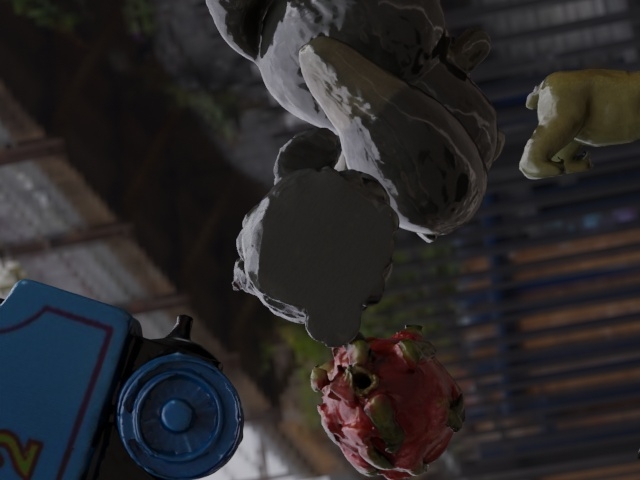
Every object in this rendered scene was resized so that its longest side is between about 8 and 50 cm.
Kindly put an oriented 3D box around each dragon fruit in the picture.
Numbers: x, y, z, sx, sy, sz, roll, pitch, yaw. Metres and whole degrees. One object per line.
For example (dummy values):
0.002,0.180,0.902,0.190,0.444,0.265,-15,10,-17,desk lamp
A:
0.069,0.156,1.877,0.172,0.160,0.166,59,-146,-70,dragon fruit

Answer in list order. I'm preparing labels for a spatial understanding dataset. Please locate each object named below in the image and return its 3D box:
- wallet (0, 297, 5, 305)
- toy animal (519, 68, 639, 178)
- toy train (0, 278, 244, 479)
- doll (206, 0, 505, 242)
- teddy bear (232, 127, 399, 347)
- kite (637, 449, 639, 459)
-0.385,0.199,1.804,0.045,0.172,0.318,107,-179,-80,wallet
0.276,-0.114,1.595,0.103,0.219,0.101,-26,-70,-84,toy animal
-0.209,0.189,1.574,0.188,0.265,0.300,102,-174,-84,toy train
0.069,-0.193,2.034,0.382,0.252,0.378,47,175,-6,doll
0.004,-0.011,1.654,0.251,0.144,0.171,-121,43,-80,teddy bear
0.402,0.214,1.888,0.010,0.160,0.183,-100,8,-56,kite
